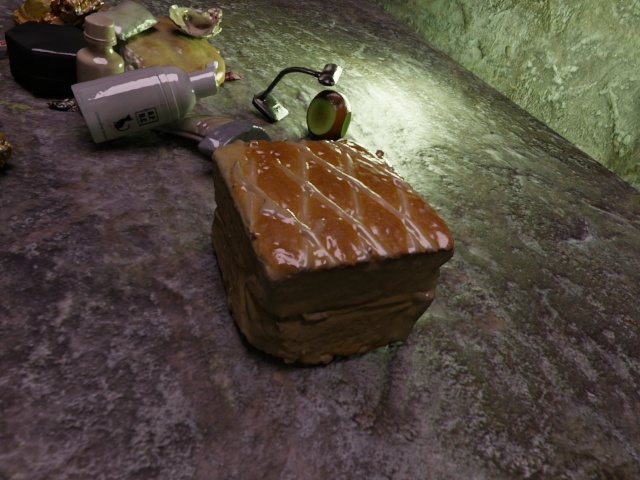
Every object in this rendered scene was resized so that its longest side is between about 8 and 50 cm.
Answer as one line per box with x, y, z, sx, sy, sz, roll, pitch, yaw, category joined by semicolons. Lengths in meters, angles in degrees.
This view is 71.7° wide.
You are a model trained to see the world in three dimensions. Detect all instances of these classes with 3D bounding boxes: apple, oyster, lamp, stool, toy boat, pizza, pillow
0.026;-0.418;1.477;0.146;0.147;0.163;28;40;10;apple
-0.432;-0.762;1.574;0.161;0.107;0.233;42;39;-9;oyster
-0.072;-0.518;1.472;0.124;0.283;0.203;57;33;-16;lamp
-0.693;-0.370;1.199;0.083;0.019;0.054;-16;51;-37;oyster
-0.738;-0.505;1.242;0.232;0.141;0.232;13;38;-10;stool
-0.284;-0.306;1.247;0.293;0.111;0.276;33;32;31;toy boat
-0.782;-0.674;1.339;0.086;0.305;0.161;53;7;-26;pizza
-0.612;-0.693;1.389;0.128;0.051;0.229;29;43;-7;pillow

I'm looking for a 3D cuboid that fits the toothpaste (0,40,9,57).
-0.956;-0.549;1.279;0.047;0.040;0.196;34;40;13;toothpaste

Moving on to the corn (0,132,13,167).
-0.799;-0.204;0.893;0.312;0.102;0.102;8;40;-13;corn

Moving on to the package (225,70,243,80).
-0.331;-0.608;1.639;0.083;0.029;0.059;-9;52;-16;package

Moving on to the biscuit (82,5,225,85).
-0.535;-0.653;1.509;0.446;0.104;0.429;-14;55;-43;biscuit

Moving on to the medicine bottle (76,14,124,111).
-0.573;-0.445;1.154;0.114;0.252;0.114;13;39;-11;medicine bottle

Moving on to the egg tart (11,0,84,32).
-0.895;-0.776;1.518;0.290;0.115;0.290;11;38;-9;egg tart

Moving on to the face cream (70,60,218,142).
-0.420;-0.374;1.142;0.369;0.145;0.145;-23;53;-18;face cream

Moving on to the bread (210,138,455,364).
0.000;0.000;0.866;0.371;0.279;0.390;-6;45;-27;bread
